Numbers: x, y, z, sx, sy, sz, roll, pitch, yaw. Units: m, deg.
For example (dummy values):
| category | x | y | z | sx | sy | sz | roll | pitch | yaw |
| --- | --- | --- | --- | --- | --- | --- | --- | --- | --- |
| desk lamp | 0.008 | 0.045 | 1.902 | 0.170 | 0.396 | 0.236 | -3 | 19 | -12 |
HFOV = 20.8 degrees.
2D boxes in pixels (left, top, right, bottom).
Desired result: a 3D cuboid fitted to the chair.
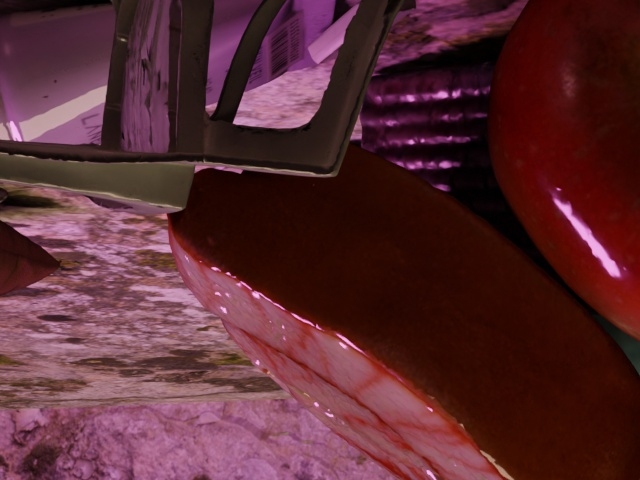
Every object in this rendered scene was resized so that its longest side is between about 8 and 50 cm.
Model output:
| category | x | y | z | sx | sy | sz | roll | pitch | yaw |
| --- | --- | --- | --- | --- | --- | --- | --- | --- | --- |
| chair | -0.082 | -0.108 | 0.886 | 0.274 | 0.190 | 0.203 | 10 | -179 | -23 |

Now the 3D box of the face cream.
| category | x | y | z | sx | sy | sz | roll | pitch | yaw |
| --- | --- | --- | --- | --- | --- | --- | --- | --- | --- |
| face cream | -0.125 | -0.109 | 1.108 | 0.274 | 0.096 | 0.154 | -13 | 166 | -5 |

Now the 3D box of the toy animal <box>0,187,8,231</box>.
| category | x | y | z | sx | sy | sz | roll | pitch | yaw |
| --- | --- | --- | --- | --- | --- | --- | --- | --- | --- |
| toy animal | -0.310 | -0.070 | 0.988 | 0.170 | 0.255 | 0.090 | -10 | 136 | -52 |

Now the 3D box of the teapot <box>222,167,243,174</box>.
| category | x | y | z | sx | sy | sz | roll | pitch | yaw |
| --- | --- | --- | --- | --- | --- | --- | --- | --- | --- |
| teapot | 0.000 | 0.000 | 1.529 | 0.200 | 0.107 | 0.077 | 7 | 162 | -34 |

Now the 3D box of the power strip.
| category | x | y | z | sx | sy | sz | roll | pitch | yaw |
| --- | --- | --- | --- | --- | --- | --- | --- | --- | --- |
| power strip | 0.025 | -0.134 | 1.093 | 0.040 | 0.016 | 0.090 | -22 | 176 | -28 |

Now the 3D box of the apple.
| category | x | y | z | sx | sy | sz | roll | pitch | yaw |
| --- | --- | --- | --- | --- | --- | --- | --- | --- | --- |
| apple | 0.220 | -0.059 | 0.927 | 0.260 | 0.260 | 0.216 | -5 | 170 | 18 |

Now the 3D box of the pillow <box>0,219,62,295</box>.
| category | x | y | z | sx | sy | sz | roll | pitch | yaw |
| --- | --- | --- | --- | --- | --- | --- | --- | --- | --- |
| pillow | -0.438 | 0.006 | 1.535 | 0.308 | 0.108 | 0.305 | -9 | 161 | 22 |

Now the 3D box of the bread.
| category | x | y | z | sx | sy | sz | roll | pitch | yaw |
| --- | --- | --- | --- | --- | --- | --- | --- | --- | --- |
| bread | 0.060 | 0.074 | 1.056 | 0.295 | 0.114 | 0.328 | 33 | 167 | 19 |

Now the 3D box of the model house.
| category | x | y | z | sx | sy | sz | roll | pitch | yaw |
| --- | --- | --- | --- | --- | --- | --- | --- | --- | --- |
| model house | 0.163 | -0.051 | 1.211 | 0.280 | 0.249 | 0.230 | 1 | -147 | 49 |
